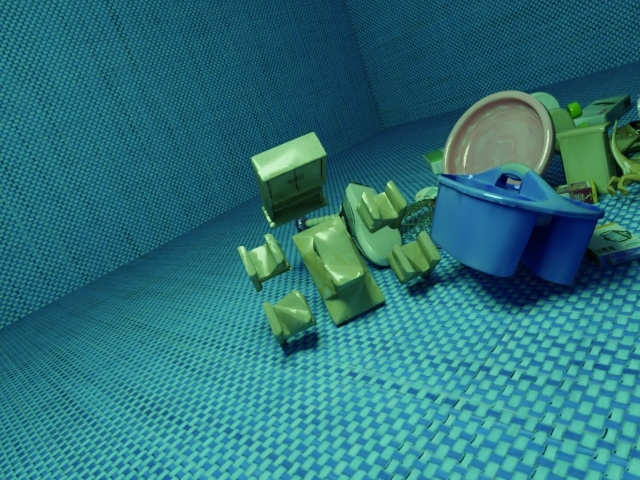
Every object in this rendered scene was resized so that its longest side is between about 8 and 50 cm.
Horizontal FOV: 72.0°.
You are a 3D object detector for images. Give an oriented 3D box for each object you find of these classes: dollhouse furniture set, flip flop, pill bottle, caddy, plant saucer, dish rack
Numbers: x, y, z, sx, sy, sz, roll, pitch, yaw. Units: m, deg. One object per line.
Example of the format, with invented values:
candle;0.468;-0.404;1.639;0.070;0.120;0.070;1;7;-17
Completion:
dollhouse furniture set;0.000;0.000;1.019;0.361;0.395;0.256;-25;-20;-9
dollhouse furniture set;0.718;-0.237;1.114;0.242;0.161;0.212;-32;20;-32
flip flop;0.891;-0.293;1.220;0.112;0.080;0.277;-26;18;-17
pill bottle;0.809;-0.491;1.760;0.169;0.170;0.301;-19;11;6
caddy;0.347;-0.055;0.824;0.241;0.179;0.341;8;15;-8
plant saucer;0.497;-0.242;1.231;0.084;0.333;0.332;11;-3;-35
dish rack;0.310;-0.062;1.224;0.208;0.074;0.271;-28;17;-27

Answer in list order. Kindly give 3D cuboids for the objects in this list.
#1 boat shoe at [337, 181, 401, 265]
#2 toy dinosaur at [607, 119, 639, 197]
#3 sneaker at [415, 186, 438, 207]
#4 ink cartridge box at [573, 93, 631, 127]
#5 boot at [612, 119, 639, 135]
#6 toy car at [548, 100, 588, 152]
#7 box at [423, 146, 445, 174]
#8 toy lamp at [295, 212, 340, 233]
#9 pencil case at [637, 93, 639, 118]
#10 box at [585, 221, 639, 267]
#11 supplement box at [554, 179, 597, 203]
boat shoe;0.123;-0.011;1.243;0.127;0.158;0.341;12;37;-16
toy dinosaur;0.685;-0.151;0.968;0.112;0.212;0.064;-39;-26;4
sneaker;0.357;-0.135;1.408;0.075;0.057;0.161;-27;20;-36
ink cartridge box;0.998;-0.467;1.673;0.275;0.060;0.238;-33;21;-33
boot;0.966;-0.346;1.363;0.099;0.045;0.121;-12;19;39
toy car;0.804;-0.374;1.501;0.154;0.149;0.188;-25;3;24
box;0.607;-0.372;1.849;0.321;0.059;0.232;-17;17;10
toy lamp;0.038;-0.077;1.582;0.274;0.080;0.080;-13;18;34
pencil case;1.117;-0.436;1.380;0.086;0.088;0.206;-29;17;-30
box;0.532;0.010;0.809;0.081;0.028;0.136;-17;20;14
supplement box;0.610;-0.110;1.054;0.083;0.043;0.055;-10;20;30
